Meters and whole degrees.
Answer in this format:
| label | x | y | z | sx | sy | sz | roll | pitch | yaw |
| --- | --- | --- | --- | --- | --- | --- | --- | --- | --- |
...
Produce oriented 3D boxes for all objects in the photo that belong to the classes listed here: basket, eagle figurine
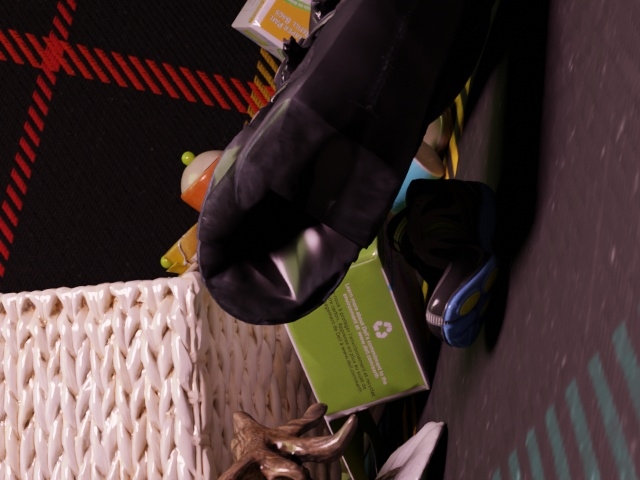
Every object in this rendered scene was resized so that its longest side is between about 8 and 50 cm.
| label | x | y | z | sx | sy | sz | roll | pitch | yaw |
| --- | --- | --- | --- | --- | --- | --- | --- | --- | --- |
| basket | -0.155 | 0.208 | 1.542 | 0.328 | 0.266 | 0.331 | 17 | -112 | -66 |
| eagle figurine | -0.010 | 0.278 | 1.287 | 0.226 | 0.225 | 0.298 | -26 | -76 | -43 |

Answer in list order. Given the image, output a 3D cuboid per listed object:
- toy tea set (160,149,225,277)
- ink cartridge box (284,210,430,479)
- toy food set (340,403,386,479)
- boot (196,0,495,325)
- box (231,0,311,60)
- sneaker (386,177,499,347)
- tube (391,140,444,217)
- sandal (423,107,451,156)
| label | x | y | z | sx | sy | sz | roll | pitch | yaw |
| --- | --- | --- | --- | --- | --- | --- | --- | --- | --- |
| toy tea set | -0.115 | -0.095 | 2.310 | 0.336 | 0.124 | 0.200 | -41 | 8 | 42 |
| ink cartridge box | 0.049 | 0.099 | 1.479 | 0.189 | 0.097 | 0.255 | -87 | -25 | -68 |
| toy food set | 0.022 | 0.105 | 1.791 | 0.306 | 0.092 | 0.220 | 107 | 175 | -57 |
| boot | 0.032 | -0.096 | 1.310 | 0.367 | 0.146 | 0.445 | 107 | -177 | -47 |
| box | -0.023 | -0.267 | 2.058 | 0.103 | 0.114 | 0.203 | -56 | 11 | 1 |
| sneaker | 0.083 | 0.013 | 1.198 | 0.188 | 0.078 | 0.067 | -84 | 7 | -60 |
| tube | 0.030 | -0.017 | 1.644 | 0.207 | 0.052 | 0.080 | -44 | -14 | 27 |
| sandal | 0.055 | -0.116 | 1.675 | 0.180 | 0.049 | 0.072 | 22 | 116 | 43 |
